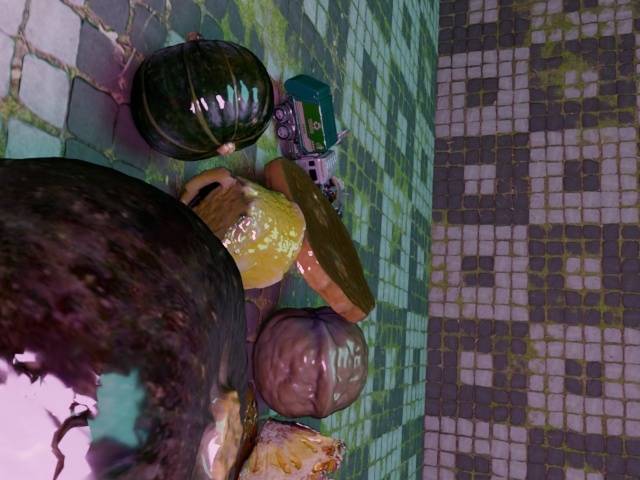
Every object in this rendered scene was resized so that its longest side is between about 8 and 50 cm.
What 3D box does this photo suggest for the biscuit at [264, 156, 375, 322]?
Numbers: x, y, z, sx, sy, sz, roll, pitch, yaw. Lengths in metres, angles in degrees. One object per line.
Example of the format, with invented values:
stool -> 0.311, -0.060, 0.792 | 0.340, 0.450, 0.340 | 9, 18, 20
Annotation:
biscuit -> -0.002, 0.001, 1.182 | 0.385, 0.062, 0.365 | 42, 23, -57

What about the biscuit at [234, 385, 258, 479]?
biscuit -> -0.174, 0.373, 1.058 | 0.212, 0.036, 0.212 | 2, 90, -68

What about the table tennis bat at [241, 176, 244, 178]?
table tennis bat -> -0.171, -0.065, 1.091 | 0.234, 0.022, 0.131 | 24, 69, -68

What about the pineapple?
pineapple -> -0.069, 0.437, 1.102 | 0.236, 0.186, 0.114 | -15, 134, -31

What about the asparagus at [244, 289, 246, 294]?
asparagus -> -0.153, 0.036, 1.122 | 0.016, 0.016, 0.162 | -18, 116, -59

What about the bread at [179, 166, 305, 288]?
bread -> -0.138, -0.018, 0.938 | 0.170, 0.197, 0.197 | 38, 55, -56

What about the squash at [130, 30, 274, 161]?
squash -> -0.171, -0.208, 0.836 | 0.172, 0.218, 0.218 | 61, 17, 15

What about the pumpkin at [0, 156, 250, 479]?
pumpkin -> -0.239, 0.149, 0.484 | 0.454, 0.344, 0.454 | 6, 90, -84

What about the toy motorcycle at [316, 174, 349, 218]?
toy motorcycle -> 0.028, -0.081, 1.495 | 0.129, 0.094, 0.229 | -63, 151, -51

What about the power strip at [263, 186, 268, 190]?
power strip -> -0.103, -0.052, 1.205 | 0.216, 0.044, 0.137 | -73, 156, -46

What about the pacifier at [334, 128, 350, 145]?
pacifier -> 0.035, -0.302, 1.553 | 0.078, 0.081, 0.099 | 60, 24, 0

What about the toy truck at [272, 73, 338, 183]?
toy truck -> -0.032, -0.253, 1.310 | 0.114, 0.124, 0.253 | -47, 131, -57

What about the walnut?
walnut -> -0.020, 0.256, 1.183 | 0.248, 0.248, 0.248 | 0, 90, -68
